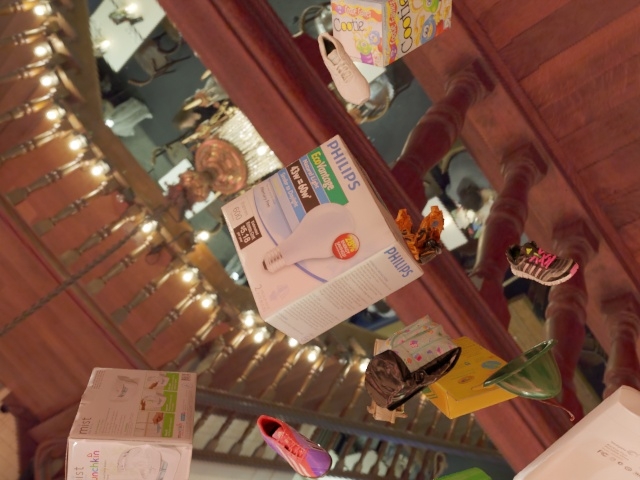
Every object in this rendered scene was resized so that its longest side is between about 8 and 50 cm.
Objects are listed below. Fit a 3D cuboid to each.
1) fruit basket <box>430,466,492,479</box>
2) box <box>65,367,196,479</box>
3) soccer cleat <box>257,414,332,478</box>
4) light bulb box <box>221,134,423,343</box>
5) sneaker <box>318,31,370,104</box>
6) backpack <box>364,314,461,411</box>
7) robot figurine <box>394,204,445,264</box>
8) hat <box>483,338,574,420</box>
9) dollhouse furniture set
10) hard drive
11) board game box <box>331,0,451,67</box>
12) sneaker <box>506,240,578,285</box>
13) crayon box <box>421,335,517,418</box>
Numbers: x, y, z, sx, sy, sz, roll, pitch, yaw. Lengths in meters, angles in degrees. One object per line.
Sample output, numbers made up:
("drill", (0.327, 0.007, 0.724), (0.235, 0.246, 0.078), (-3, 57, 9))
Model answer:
("fruit basket", (0.160, 0.537, 0.798), (0.283, 0.392, 0.392), (19, 133, 56))
("box", (-0.380, 0.381, 1.290), (0.231, 0.262, 0.126), (5, 108, -12))
("soccer cleat", (-0.091, 0.659, 2.002), (0.318, 0.108, 0.116), (16, 149, 50))
("light bulb box", (0.000, 0.000, 1.554), (0.361, 0.358, 0.225), (-31, 148, 9))
("sneaker", (0.036, -0.309, 1.123), (0.054, 0.061, 0.152), (-35, 76, 13))
("backpack", (0.177, 0.224, 1.177), (0.115, 0.182, 0.152), (54, 146, 17))
("robot figurine", (0.248, -0.006, 1.753), (0.211, 0.291, 0.085), (-7, 111, 26))
("hat", (0.463, 0.319, 1.269), (0.183, 0.208, 0.173), (58, 145, 12))
("dollhouse furniture set", (0.185, 0.343, 1.529), (0.101, 0.161, 0.182), (8, 84, -2))
("hard drive", (0.468, 0.376, 0.946), (0.233, 0.047, 0.353), (31, 139, 12))
("board game box", (0.167, -0.519, 1.421), (0.144, 0.275, 0.142), (25, 137, 34))
("sneaker", (0.440, 0.041, 1.263), (0.075, 0.063, 0.170), (50, 164, -20))
("crayon box", (0.373, 0.359, 1.629), (0.202, 0.318, 0.081), (-14, 102, -12))
